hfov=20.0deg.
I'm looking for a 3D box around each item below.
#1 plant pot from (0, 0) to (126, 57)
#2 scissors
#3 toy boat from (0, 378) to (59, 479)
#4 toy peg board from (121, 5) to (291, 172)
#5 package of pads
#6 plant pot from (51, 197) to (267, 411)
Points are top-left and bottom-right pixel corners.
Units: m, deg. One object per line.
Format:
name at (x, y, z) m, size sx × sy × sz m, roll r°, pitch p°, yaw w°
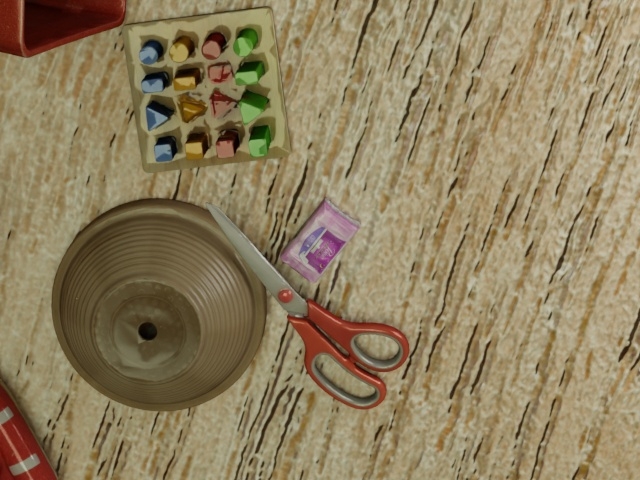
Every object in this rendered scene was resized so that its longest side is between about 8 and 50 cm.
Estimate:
plant pot at (-0.343, -0.339, 1.782) m, size 0.235 × 0.267 × 0.267 m, roll 7°, pitch 105°, yaw 14°
scissors at (-0.033, 0.078, 1.959) m, size 0.297 × 0.021 × 0.109 m, roll 35°, pitch 112°, yaw -17°
toy boat at (-0.392, 0.247, 1.980) m, size 0.151 × 0.151 × 0.231 m, roll -26°, pitch 102°, yaw 9°
toy peg board at (-0.122, -0.151, 1.899) m, size 0.160 × 0.079 × 0.161 m, roll -6°, pitch 104°, yaw 4°
package of pads at (0.000, 0.000, 1.957) m, size 0.050 × 0.032 × 0.083 m, roll 37°, pitch 104°, yaw -7°
plant pot at (-0.177, 0.082, 1.948) m, size 0.237 × 0.110 × 0.237 m, roll 0°, pitch 106°, yaw 2°
